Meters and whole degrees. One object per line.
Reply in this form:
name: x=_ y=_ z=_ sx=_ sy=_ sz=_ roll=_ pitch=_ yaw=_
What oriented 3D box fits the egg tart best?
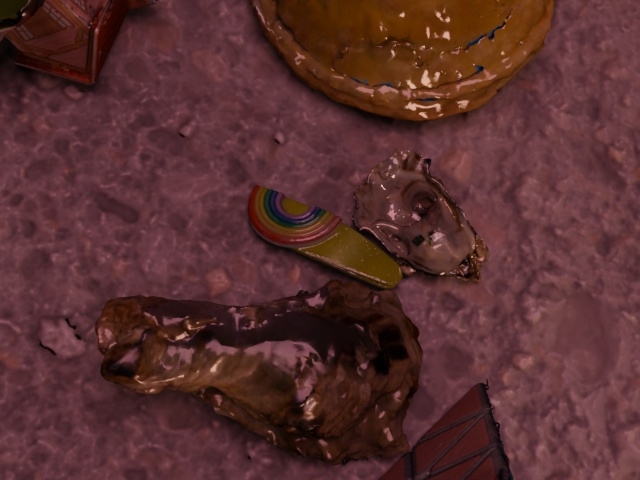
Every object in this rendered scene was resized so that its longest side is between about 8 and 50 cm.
egg tart: x=0.101 y=-0.326 z=1.456 sx=0.388 sy=0.169 sz=0.388 roll=1 pitch=66 yaw=-2

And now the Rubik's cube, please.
Rubik's cube: x=0.127 y=0.275 z=1.192 sx=0.229 sy=0.233 sz=0.228 roll=6 pitch=15 yaw=-43

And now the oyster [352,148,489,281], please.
oyster: x=0.104 y=-0.013 z=1.370 sx=0.108 sy=0.053 sz=0.165 roll=-36 pitch=76 yaw=-13

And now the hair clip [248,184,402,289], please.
hair clip: x=0.000 y=0.000 z=1.354 sx=0.188 sy=0.033 sz=0.060 roll=27 pitch=65 yaw=11

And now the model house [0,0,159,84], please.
model house: x=-0.290 y=-0.281 z=1.412 sx=0.207 sy=0.154 sz=0.294 roll=-10 pitch=48 yaw=35

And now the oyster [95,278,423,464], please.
oyster: x=-0.053 y=0.105 z=1.254 sx=0.337 sy=0.133 sz=0.198 roll=8 pitch=50 yaw=-12
